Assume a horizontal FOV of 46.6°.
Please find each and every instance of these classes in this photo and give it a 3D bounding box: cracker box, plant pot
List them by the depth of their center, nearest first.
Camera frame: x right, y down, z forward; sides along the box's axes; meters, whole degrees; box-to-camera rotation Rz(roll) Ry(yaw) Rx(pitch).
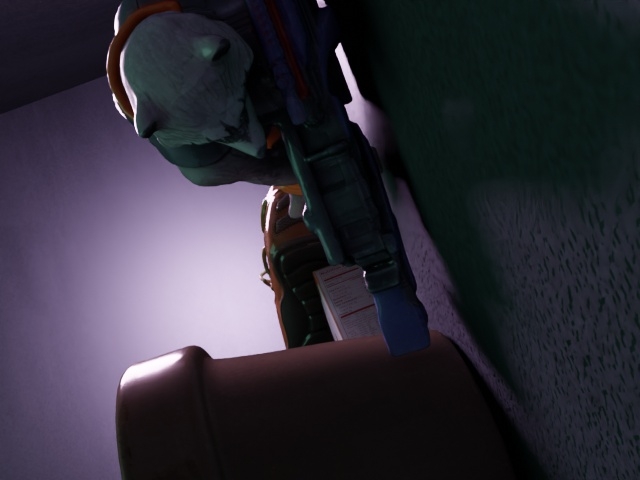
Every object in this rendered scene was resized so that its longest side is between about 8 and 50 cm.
[{"bbox_3d":[0.009,0.170,0.535,0.263,0.229,0.262,158,90,-87],"label":"plant pot"},{"bbox_3d":[0.067,0.150,0.854,0.232,0.067,0.155,-114,5,-45],"label":"cracker box"}]

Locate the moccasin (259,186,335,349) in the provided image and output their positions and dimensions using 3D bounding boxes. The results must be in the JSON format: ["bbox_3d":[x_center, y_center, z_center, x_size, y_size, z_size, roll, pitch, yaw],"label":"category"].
[{"bbox_3d":[-0.015,0.064,1.033,0.380,0.139,0.146,69,-176,-51],"label":"moccasin"}]

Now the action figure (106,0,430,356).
[{"bbox_3d":[-0.049,-0.066,0.538,0.330,0.179,0.341,14,-124,-83],"label":"action figure"}]
